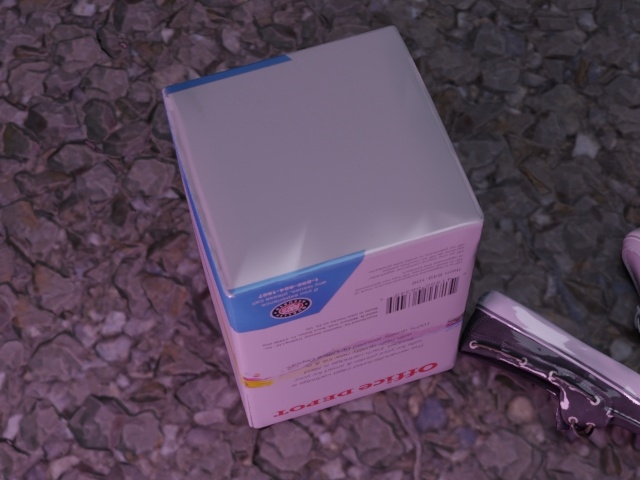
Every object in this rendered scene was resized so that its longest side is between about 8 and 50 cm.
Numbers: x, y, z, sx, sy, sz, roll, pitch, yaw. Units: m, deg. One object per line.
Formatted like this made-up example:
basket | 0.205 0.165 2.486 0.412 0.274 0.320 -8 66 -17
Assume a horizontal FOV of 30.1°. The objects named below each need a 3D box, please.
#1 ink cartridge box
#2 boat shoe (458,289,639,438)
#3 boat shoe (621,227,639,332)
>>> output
ink cartridge box | 0.000 0.000 0.994 0.198 0.270 0.197 -16 62 -8
boat shoe | 0.222 0.131 1.036 0.228 0.080 0.076 33 84 13
boat shoe | 0.320 0.074 1.075 0.063 0.066 0.184 -26 74 -14
